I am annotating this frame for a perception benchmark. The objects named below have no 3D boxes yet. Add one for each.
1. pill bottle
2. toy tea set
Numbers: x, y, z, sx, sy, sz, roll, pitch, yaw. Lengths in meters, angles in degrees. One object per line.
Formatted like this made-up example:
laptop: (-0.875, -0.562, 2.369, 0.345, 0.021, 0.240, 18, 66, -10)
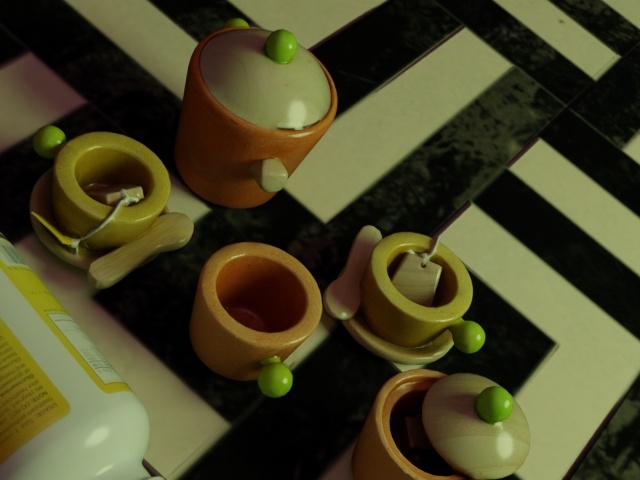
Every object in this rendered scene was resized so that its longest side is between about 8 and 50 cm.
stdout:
pill bottle: (-0.147, 0.084, 0.559, 0.103, 0.103, 0.184, -29, 69, -39)
toy tea set: (0.000, 0.000, 0.684, 0.336, 0.124, 0.200, 40, 47, 10)
